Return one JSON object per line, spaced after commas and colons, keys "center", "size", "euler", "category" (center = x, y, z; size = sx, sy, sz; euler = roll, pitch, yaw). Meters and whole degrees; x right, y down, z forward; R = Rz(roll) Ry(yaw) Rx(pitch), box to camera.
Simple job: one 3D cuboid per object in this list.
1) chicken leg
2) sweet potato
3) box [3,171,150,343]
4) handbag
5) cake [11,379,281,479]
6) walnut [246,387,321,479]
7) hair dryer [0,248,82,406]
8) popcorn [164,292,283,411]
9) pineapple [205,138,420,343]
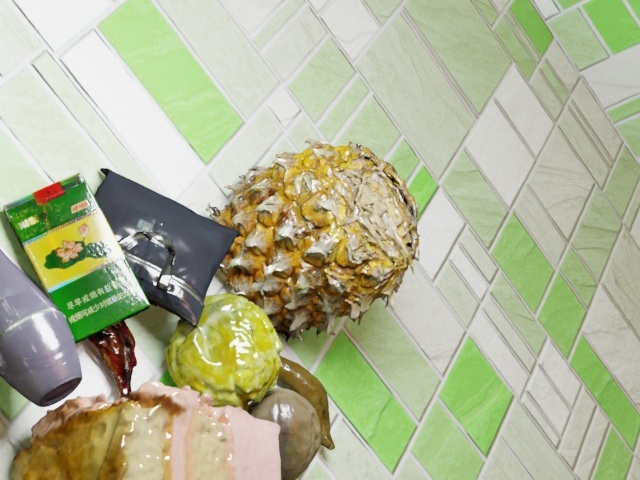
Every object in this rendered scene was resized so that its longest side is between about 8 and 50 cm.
{"center": [-0.327, 0.161, 1.943], "size": [0.089, 0.048, 0.219], "euler": [-35, 99, -46], "category": "chicken leg"}
{"center": [-0.038, 0.253, 2.210], "size": [0.069, 0.059, 0.249], "euler": [-36, 100, -12], "category": "sweet potato"}
{"center": [-0.368, 0.025, 1.906], "size": [0.132, 0.034, 0.235], "euler": [-27, 84, -18], "category": "box"}
{"center": [-0.273, 0.009, 2.013], "size": [0.254, 0.089, 0.211], "euler": [26, 49, -6], "category": "handbag"}
{"center": [-0.240, 0.364, 1.743], "size": [0.307, 0.314, 0.293], "euler": [25, 53, -36], "category": "cake"}
{"center": [-0.069, 0.323, 2.075], "size": [0.140, 0.140, 0.162], "euler": [-18, 101, -50], "category": "walnut"}
{"center": [-0.526, 0.130, 1.689], "size": [0.361, 0.121, 0.301], "euler": [-24, 70, -39], "category": "hair dryer"}
{"center": [-0.154, 0.178, 2.040], "size": [0.198, 0.212, 0.198], "euler": [-4, 104, -16], "category": "popcorn"}
{"center": [-0.001, -0.003, 2.193], "size": [0.352, 0.300, 0.352], "euler": [20, 59, -38], "category": "pineapple"}
